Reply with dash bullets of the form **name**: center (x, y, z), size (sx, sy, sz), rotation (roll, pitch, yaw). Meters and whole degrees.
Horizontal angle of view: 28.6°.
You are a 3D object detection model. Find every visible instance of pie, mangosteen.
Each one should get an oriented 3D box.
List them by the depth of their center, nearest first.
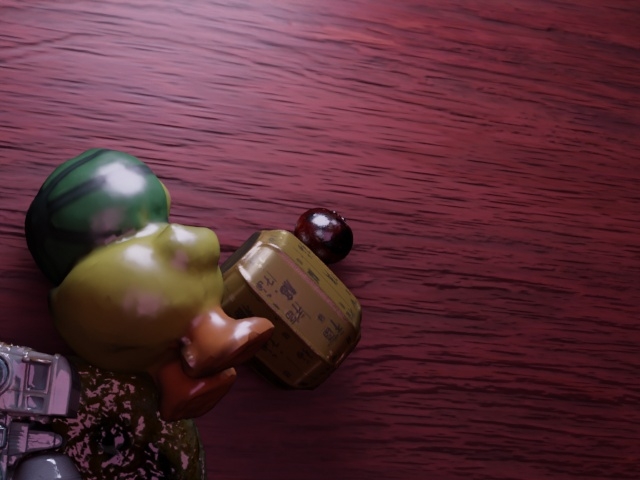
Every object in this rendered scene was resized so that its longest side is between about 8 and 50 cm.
- **pie**: center (-0.273, 0.297, 1.506), size (0.323, 0.070, 0.323), rotation (3, 81, -18)
- **mangosteen**: center (0.002, -0.003, 1.635), size (0.081, 0.081, 0.081), rotation (3, 80, -17)

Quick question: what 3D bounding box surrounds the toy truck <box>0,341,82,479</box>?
- **toy truck**: center (-0.325, 0.247, 1.403), size (0.140, 0.108, 0.257), rotation (6, 78, -2)

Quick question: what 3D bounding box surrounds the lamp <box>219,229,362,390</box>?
- **lamp**: center (-0.047, 0.088, 1.567), size (0.185, 0.161, 0.161), rotation (46, 71, -10)

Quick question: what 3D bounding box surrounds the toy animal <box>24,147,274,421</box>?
- **toy animal**: center (-0.225, 0.044, 1.461), size (0.191, 0.216, 0.338), rotation (-18, 64, -42)
